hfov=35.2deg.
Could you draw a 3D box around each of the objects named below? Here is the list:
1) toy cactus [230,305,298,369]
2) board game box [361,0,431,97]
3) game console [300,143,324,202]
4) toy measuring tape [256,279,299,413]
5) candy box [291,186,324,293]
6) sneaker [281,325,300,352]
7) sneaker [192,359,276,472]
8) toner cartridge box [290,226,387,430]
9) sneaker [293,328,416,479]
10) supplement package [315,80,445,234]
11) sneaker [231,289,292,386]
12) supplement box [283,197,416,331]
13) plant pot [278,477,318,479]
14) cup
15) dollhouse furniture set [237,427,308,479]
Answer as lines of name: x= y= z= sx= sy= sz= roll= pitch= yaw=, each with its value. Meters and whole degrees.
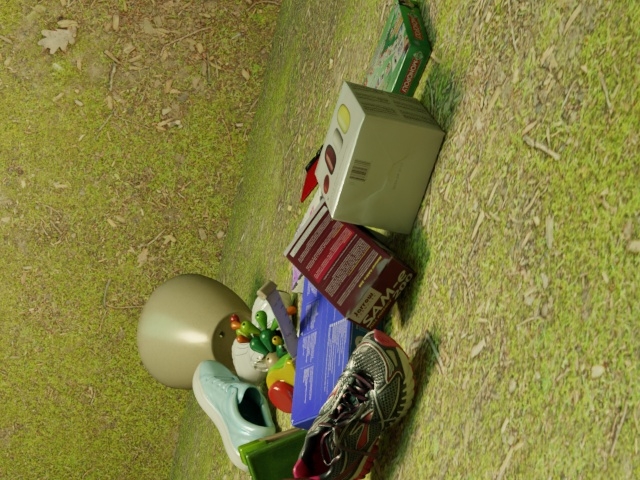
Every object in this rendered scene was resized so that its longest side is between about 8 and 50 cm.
toy cactus: x=-0.112 y=0.240 z=2.345 sx=0.219 sy=0.112 sz=0.180 roll=-5 pitch=109 yaw=38
board game box: x=0.128 y=-0.294 z=2.000 sx=0.213 sy=0.046 sz=0.317 roll=-94 pitch=21 yaw=-52
game console: x=0.018 y=-0.154 z=2.238 sx=0.144 sy=0.124 sz=0.085 roll=135 pitch=119 yaw=-66
toy measuring tape: x=-0.070 y=0.222 z=1.916 sx=0.121 sy=0.121 sz=0.330 roll=-114 pitch=0 yaw=-68
candy box: x=0.000 y=0.000 z=2.199 sx=0.196 sy=0.070 sz=0.164 roll=119 pitch=159 yaw=-48
sneaker: x=-0.016 y=0.185 z=2.047 sx=0.151 sy=0.094 sz=0.255 roll=-101 pitch=27 yaw=-59
sneaker: x=-0.193 y=0.386 z=2.452 sx=0.366 sy=0.135 sz=0.150 roll=50 pitch=123 yaw=44
toner cartridge box: x=0.035 y=0.159 z=1.816 sx=0.165 sy=0.075 sz=0.347 roll=-28 pitch=48 yaw=47
sneaker: x=0.053 y=0.275 z=1.573 sx=0.121 sy=0.112 sz=0.299 roll=38 pitch=120 yaw=35
supplement package: x=0.098 y=-0.148 z=1.770 sx=0.203 sy=0.149 sz=0.194 roll=-109 pitch=34 yaw=-64
sneaker: x=-0.143 y=0.262 z=2.487 sx=0.129 sy=0.111 sz=0.297 roll=-108 pitch=30 yaw=-48
supplement box: x=0.046 y=0.038 z=1.739 sx=0.130 sy=0.073 sz=0.239 roll=-54 pitch=39 yaw=7
plant pot: x=-0.021 y=0.450 z=1.388 sx=0.265 sy=0.273 sz=0.272 roll=152 pitch=129 yaw=-83
cup: x=-0.302 y=0.264 z=2.779 sx=0.237 sy=0.331 sz=0.330 roll=5 pitch=82 yaw=50
dollhouse furniture set: x=-0.032 y=0.508 z=1.890 sx=0.197 sy=0.151 sz=0.301 roll=139 pitch=113 yaw=-78
